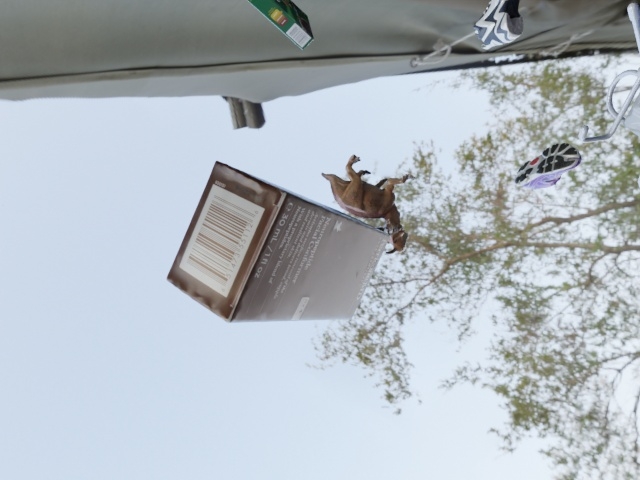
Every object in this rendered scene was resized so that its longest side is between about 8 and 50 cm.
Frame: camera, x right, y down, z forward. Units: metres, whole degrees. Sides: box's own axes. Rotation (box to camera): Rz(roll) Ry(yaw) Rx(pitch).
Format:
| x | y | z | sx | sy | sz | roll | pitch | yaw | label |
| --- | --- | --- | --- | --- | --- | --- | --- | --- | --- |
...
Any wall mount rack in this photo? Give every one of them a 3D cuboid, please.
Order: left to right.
| x | y | z | sx | sy | sz | roll | pitch | yaw | label |
| --- | --- | --- | --- | --- | --- | --- | --- | --- | --- |
| 0.674 | -0.285 | 0.927 | 0.131 | 0.350 | 0.304 | -6 | -48 | -10 | wall mount rack |

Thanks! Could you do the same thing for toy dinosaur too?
| x | y | z | sx | sy | sz | roll | pitch | yaw | label |
| --- | --- | --- | --- | --- | --- | --- | --- | --- | --- |
| 0.120 | -0.097 | 1.228 | 0.296 | 0.127 | 0.200 | 22 | -98 | 5 | toy dinosaur |

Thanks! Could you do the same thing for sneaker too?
| x | y | z | sx | sy | sz | roll | pitch | yaw | label |
| --- | --- | --- | --- | --- | --- | --- | --- | --- | --- |
| 0.514 | -0.678 | 1.366 | 0.094 | 0.153 | 0.234 | -1 | -95 | -27 | sneaker |
| 0.486 | -0.150 | 0.973 | 0.071 | 0.170 | 0.068 | 21 | -102 | -8 | sneaker |

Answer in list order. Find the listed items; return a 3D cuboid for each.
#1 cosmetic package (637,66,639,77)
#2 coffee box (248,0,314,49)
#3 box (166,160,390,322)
| x | y | z | sx | sy | sz | roll | pitch | yaw | label |
| --- | --- | --- | --- | --- | --- | --- | --- | --- | --- |
| 0.614 | -0.113 | 0.416 | 0.394 | 0.329 | 0.327 | 34 | -68 | -27 | cosmetic package |
| -0.096 | -0.506 | 0.998 | 0.184 | 0.040 | 0.113 | 29 | -143 | -38 | coffee box |
| -0.041 | 0.024 | 0.767 | 0.381 | 0.143 | 0.191 | 14 | -79 | -62 | box |
